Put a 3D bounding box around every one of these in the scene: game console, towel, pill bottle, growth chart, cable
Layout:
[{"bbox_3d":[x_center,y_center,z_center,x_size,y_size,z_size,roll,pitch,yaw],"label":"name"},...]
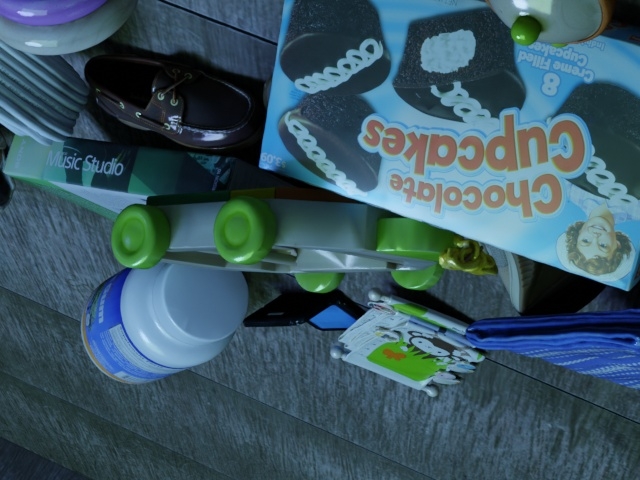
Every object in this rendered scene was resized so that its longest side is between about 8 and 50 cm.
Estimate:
[{"bbox_3d":[-0.013,0.102,1.867,0.122,0.107,0.071,-7,111,52],"label":"game console"},{"bbox_3d":[0.330,0.124,1.439,0.336,0.040,0.243,19,165,-34],"label":"towel"},{"bbox_3d":[-0.192,0.090,1.932,0.152,0.152,0.272,35,155,-15],"label":"pill bottle"},{"bbox_3d":[0.108,0.123,1.810,0.172,0.021,0.237,19,155,-7],"label":"growth chart"},{"bbox_3d":[-0.335,-0.188,1.482,0.257,0.089,0.257,37,180,34],"label":"cable"}]

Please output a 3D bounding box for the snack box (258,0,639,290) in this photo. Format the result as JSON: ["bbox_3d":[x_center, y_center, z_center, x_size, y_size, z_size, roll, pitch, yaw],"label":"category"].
[{"bbox_3d":[0.116,-0.101,1.194,0.322,0.060,0.187,19,115,20],"label":"snack box"}]

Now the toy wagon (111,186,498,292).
[{"bbox_3d":[0.000,0.000,1.346,0.344,0.068,0.267,-3,172,38],"label":"toy wagon"}]

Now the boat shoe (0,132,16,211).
[{"bbox_3d":[-0.428,-0.114,1.840,0.103,0.113,0.302,25,167,4],"label":"boat shoe"}]

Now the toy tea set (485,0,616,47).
[{"bbox_3d":[0.121,-0.239,0.953,0.336,0.124,0.200,39,154,-25],"label":"toy tea set"}]

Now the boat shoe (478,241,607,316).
[{"bbox_3d":[0.188,-0.019,1.382,0.098,0.109,0.302,57,-178,33],"label":"boat shoe"}]

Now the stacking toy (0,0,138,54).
[{"bbox_3d":[-0.243,-0.307,1.237,0.141,0.141,0.330,19,148,20],"label":"stacking toy"}]

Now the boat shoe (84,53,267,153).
[{"bbox_3d":[-0.147,-0.138,1.513,0.207,0.073,0.073,12,156,33],"label":"boat shoe"}]

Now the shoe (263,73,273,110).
[{"bbox_3d":[0.041,-0.081,1.423,0.219,0.076,0.058,38,161,-16],"label":"shoe"}]

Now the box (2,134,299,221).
[{"bbox_3d":[-0.147,-0.045,1.643,0.322,0.058,0.232,8,168,37],"label":"box"}]
